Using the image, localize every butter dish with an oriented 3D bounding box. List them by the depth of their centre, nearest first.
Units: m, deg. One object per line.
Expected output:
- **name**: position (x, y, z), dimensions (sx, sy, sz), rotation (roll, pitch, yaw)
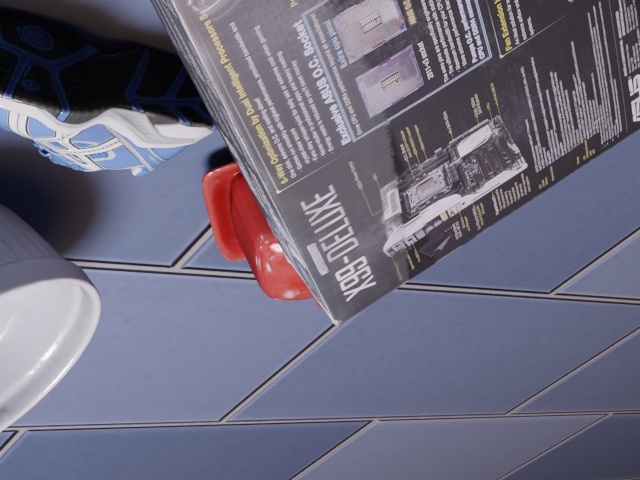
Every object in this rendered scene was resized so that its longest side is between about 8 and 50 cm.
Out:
- **butter dish**: position (0.000, 0.000, 0.920), dimensions (0.159, 0.118, 0.160), rotation (-16, 153, -6)

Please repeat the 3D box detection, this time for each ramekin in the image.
- **ramekin**: position (-0.269, 0.062, 0.819), dimensions (0.207, 0.109, 0.207), rotation (-38, 161, -15)

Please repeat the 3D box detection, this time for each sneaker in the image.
- **sneaker**: position (-0.160, -0.079, 0.714), dimensions (0.211, 0.080, 0.081), rotation (12, 137, -43)

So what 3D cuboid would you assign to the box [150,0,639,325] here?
- **box**: position (0.050, -0.123, 0.610), dimensions (0.242, 0.076, 0.307), rotation (-33, 138, -6)
